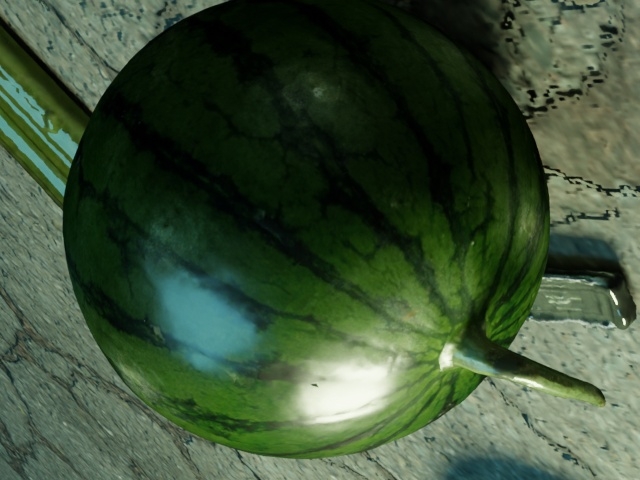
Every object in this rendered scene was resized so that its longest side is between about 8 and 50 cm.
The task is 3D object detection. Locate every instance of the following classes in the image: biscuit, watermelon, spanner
[{"bbox_3d":[-0.119,-0.007,1.008,0.322,0.038,0.099,48,154,-7],"label":"biscuit"},{"bbox_3d":[0.000,0.000,0.617,0.215,0.188,0.188,43,161,38],"label":"watermelon"},{"bbox_3d":[0.041,0.019,0.803,0.325,0.026,0.093,2,131,56],"label":"spanner"}]
